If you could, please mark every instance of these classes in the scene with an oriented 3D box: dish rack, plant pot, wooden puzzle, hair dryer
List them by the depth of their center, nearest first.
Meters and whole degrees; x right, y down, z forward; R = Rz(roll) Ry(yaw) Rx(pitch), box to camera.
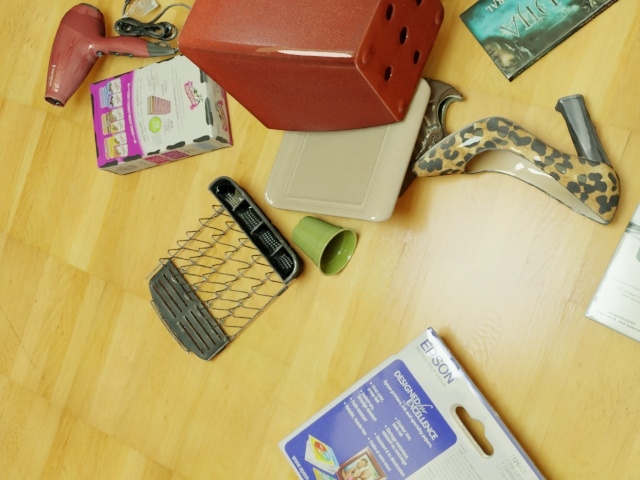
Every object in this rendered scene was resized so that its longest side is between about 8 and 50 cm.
[{"bbox_3d":[0.015,-0.299,1.021,0.236,0.267,0.267,18,82,29],"label":"plant pot"},{"bbox_3d":[0.039,-0.139,1.119,0.239,0.044,0.220,11,79,41],"label":"wooden puzzle"},{"bbox_3d":[0.000,0.000,1.151,0.079,0.083,0.083,34,100,33],"label":"plant pot"},{"bbox_3d":[-0.171,0.056,1.214,0.271,0.074,0.208,-44,71,14],"label":"dish rack"},{"bbox_3d":[-0.368,-0.343,1.272,0.293,0.080,0.223,-41,54,4],"label":"hair dryer"}]

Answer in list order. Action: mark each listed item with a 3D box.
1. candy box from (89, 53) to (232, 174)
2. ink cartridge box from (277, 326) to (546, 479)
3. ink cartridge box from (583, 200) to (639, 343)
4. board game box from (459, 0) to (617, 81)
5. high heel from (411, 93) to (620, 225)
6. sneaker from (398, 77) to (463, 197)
[{"bbox_3d":[-0.276,-0.216,1.276,0.234,0.071,0.159,-11,81,22],"label":"candy box"},{"bbox_3d":[0.138,0.334,1.075,0.307,0.072,0.303,-39,72,13],"label":"ink cartridge box"},{"bbox_3d":[0.419,0.020,0.933,0.087,0.153,0.208,27,96,23],"label":"ink cartridge box"},{"bbox_3d":[0.312,-0.334,1.068,0.186,0.026,0.126,-37,73,16],"label":"board game box"},{"bbox_3d":[0.269,-0.079,1.028,0.261,0.093,0.186,-18,73,11],"label":"high heel"},{"bbox_3d":[0.151,-0.146,1.100,0.071,0.066,0.188,20,94,21],"label":"sneaker"}]
